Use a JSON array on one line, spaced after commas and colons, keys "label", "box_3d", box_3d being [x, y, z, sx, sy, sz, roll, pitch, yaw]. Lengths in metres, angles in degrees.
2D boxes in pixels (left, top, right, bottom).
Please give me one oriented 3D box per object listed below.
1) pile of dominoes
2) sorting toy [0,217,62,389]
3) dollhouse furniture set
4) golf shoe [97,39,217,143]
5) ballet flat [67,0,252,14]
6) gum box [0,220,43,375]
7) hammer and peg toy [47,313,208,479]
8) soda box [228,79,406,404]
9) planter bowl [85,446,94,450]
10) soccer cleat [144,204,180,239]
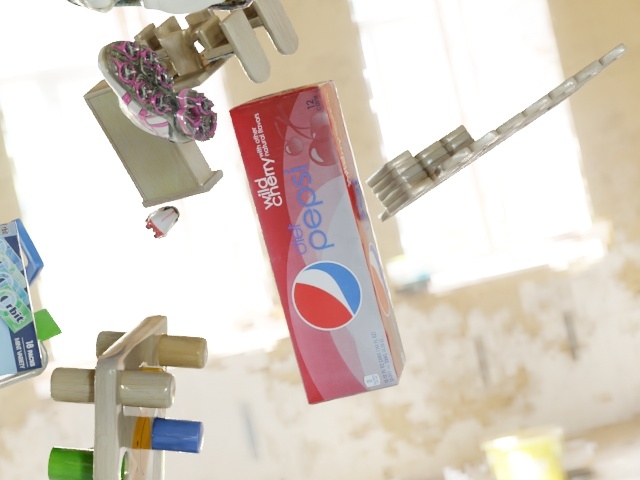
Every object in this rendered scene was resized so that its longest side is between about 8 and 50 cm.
[{"label": "pile of dominoes", "box_3d": [0.157, -0.110, 1.498, 0.251, 0.040, 0.196, -34, -3, -24]}, {"label": "sorting toy", "box_3d": [-0.397, 0.079, 1.923, 0.047, 0.196, 0.348, -23, 0, -32]}, {"label": "dollhouse furniture set", "box_3d": [-0.155, -0.176, 2.045, 0.212, 0.161, 0.242, -13, 25, 38]}, {"label": "golf shoe", "box_3d": [-0.192, -0.153, 1.799, 0.086, 0.067, 0.186, -6, -28, 29]}, {"label": "ballet flat", "box_3d": [-0.160, -0.232, 1.465, 0.221, 0.077, 0.079, 1, 43, 4]}, {"label": "gum box", "box_3d": [-0.389, 0.073, 1.699, 0.184, 0.157, 0.041, -11, 25, -10]}, {"label": "hammer and peg toy", "box_3d": [-0.203, 0.274, 1.771, 0.127, 0.361, 0.266, 3, 10, 6]}, {"label": "soda box", "box_3d": [0.000, 0.000, 1.423, 0.083, 0.263, 0.092, -14, 7, 10]}, {"label": "planter bowl", "box_3d": [-0.283, 0.332, 2.128, 0.162, 0.109, 0.162, -19, 21, 7]}, {"label": "soccer cleat", "box_3d": [-0.153, -0.020, 1.631, 0.035, 0.029, 0.083, -40, 4, 0]}]
